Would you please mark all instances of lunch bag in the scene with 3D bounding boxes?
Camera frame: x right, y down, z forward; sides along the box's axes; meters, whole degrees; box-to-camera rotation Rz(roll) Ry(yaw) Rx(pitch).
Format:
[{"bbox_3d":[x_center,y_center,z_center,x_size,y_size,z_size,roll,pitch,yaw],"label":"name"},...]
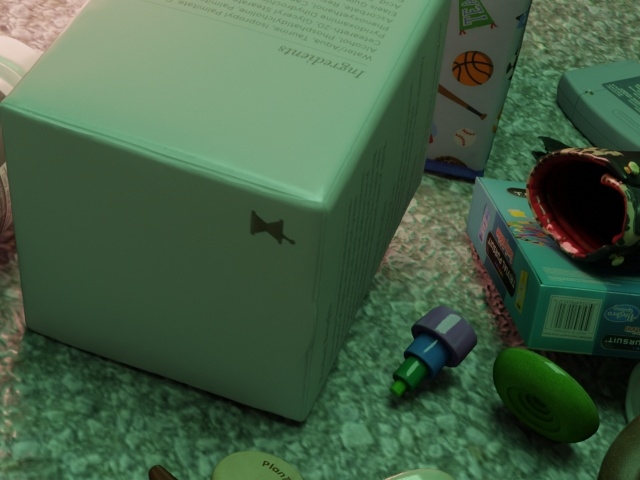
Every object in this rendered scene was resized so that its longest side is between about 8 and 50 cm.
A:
[{"bbox_3d":[0.150,-0.328,1.917,0.239,0.327,0.385,12,38,-3],"label":"lunch bag"}]

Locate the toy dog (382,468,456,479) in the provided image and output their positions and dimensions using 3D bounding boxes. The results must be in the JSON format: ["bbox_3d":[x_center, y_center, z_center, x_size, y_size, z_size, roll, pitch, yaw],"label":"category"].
[{"bbox_3d":[0.040,0.414,0.936,0.396,0.284,0.408,-15,42,-13],"label":"toy dog"}]

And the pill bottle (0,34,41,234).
[{"bbox_3d":[-0.420,-0.070,1.503,0.204,0.204,0.361,18,36,8],"label":"pill bottle"}]

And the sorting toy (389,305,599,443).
[{"bbox_3d":[0.218,0.207,1.428,0.366,0.127,0.126,33,65,24],"label":"sorting toy"}]

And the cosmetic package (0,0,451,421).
[{"bbox_3d":[-0.085,-0.095,1.471,0.327,0.329,0.393,18,48,11],"label":"cosmetic package"}]

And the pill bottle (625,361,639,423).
[{"bbox_3d":[0.418,0.177,1.517,0.160,0.087,0.087,5,37,-10],"label":"pill bottle"}]

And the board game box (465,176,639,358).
[{"bbox_3d":[0.327,0.031,1.626,0.254,0.079,0.336,6,21,-8],"label":"board game box"}]

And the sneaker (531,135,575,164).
[{"bbox_3d":[0.326,-0.085,1.875,0.089,0.051,0.170,14,31,2],"label":"sneaker"}]

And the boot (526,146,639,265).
[{"bbox_3d":[0.425,-0.021,1.497,0.284,0.138,0.377,-1,19,-27],"label":"boot"}]

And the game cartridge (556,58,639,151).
[{"bbox_3d":[0.484,-0.159,2.017,0.198,0.062,0.297,-17,45,-28],"label":"game cartridge"}]

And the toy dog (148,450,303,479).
[{"bbox_3d":[-0.154,0.265,1.140,0.161,0.220,0.334,30,12,29],"label":"toy dog"}]

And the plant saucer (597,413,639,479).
[{"bbox_3d":[0.360,0.246,1.326,0.199,0.198,0.036,12,1,-1],"label":"plant saucer"}]
